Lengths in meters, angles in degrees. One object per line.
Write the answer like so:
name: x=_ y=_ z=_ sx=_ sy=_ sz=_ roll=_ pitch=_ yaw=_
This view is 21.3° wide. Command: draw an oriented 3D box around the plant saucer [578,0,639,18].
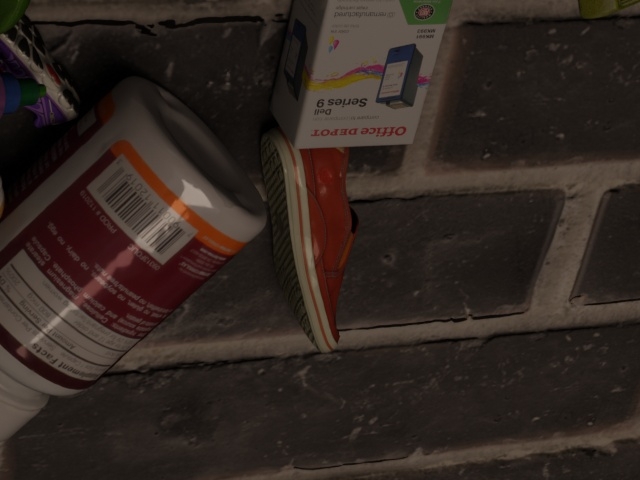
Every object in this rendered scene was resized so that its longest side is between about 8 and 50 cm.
plant saucer: x=0.384 y=-0.351 z=1.968 sx=0.188 sy=0.045 sz=0.188 roll=-23 pitch=134 yaw=-6

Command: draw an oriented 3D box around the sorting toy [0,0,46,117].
sorting toy: x=-0.280 y=-0.286 z=1.657 sx=0.126 sy=0.127 sz=0.366 roll=-10 pitch=119 yaw=-47

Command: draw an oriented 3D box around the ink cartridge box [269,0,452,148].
ink cartridge box: x=0.045 y=-0.213 z=1.895 sx=0.154 sy=0.093 sz=0.212 roll=-3 pitch=130 yaw=-24

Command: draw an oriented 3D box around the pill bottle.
pill bottle: x=-0.269 y=0.028 z=1.859 sx=0.392 sy=0.224 sz=0.224 roll=-41 pitch=132 yaw=12

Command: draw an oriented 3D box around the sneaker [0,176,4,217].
sneaker: x=-0.474 y=-0.054 z=1.725 sx=0.296 sy=0.112 sz=0.131 roll=-16 pitch=119 yaw=-21

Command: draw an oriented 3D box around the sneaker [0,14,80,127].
sneaker: x=-0.316 y=-0.177 z=1.780 sx=0.071 sy=0.068 sz=0.170 roll=-22 pitch=131 yaw=11

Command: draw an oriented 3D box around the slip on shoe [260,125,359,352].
slip on shoe: x=0.000 y=0.000 z=2.040 sx=0.101 sy=0.123 sz=0.331 roll=-18 pitch=128 yaw=-16
